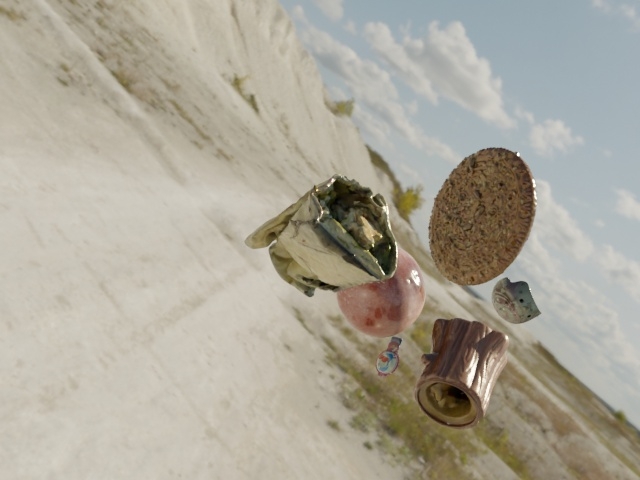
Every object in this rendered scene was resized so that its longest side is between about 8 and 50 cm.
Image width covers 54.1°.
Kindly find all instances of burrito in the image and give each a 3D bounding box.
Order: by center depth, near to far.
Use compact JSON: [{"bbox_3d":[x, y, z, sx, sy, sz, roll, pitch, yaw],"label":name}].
[{"bbox_3d":[-0.002,-0.003,1.130,0.190,0.135,0.332,37,-23,-15],"label":"burrito"}]

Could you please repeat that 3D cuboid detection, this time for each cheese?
[{"bbox_3d":[0.233,0.393,2.109,0.095,0.145,0.038,10,-21,44],"label":"cheese"}]

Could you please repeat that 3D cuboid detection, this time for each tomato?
[{"bbox_3d":[0.175,0.136,1.748,0.270,0.227,0.270,22,59,-44],"label":"tomato"}]

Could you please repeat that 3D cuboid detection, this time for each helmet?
[{"bbox_3d":[0.630,0.212,2.073,0.153,0.107,0.177,58,-21,-17],"label":"helmet"}]

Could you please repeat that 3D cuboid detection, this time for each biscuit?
[{"bbox_3d":[0.324,-0.052,1.307,0.038,0.305,0.305,14,18,-28],"label":"biscuit"}]

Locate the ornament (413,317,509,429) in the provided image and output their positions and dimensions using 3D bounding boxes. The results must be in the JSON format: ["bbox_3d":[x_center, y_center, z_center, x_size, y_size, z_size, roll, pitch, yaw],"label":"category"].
[{"bbox_3d":[0.348,0.334,1.581,0.221,0.235,0.217,45,42,-6],"label":"ornament"}]
